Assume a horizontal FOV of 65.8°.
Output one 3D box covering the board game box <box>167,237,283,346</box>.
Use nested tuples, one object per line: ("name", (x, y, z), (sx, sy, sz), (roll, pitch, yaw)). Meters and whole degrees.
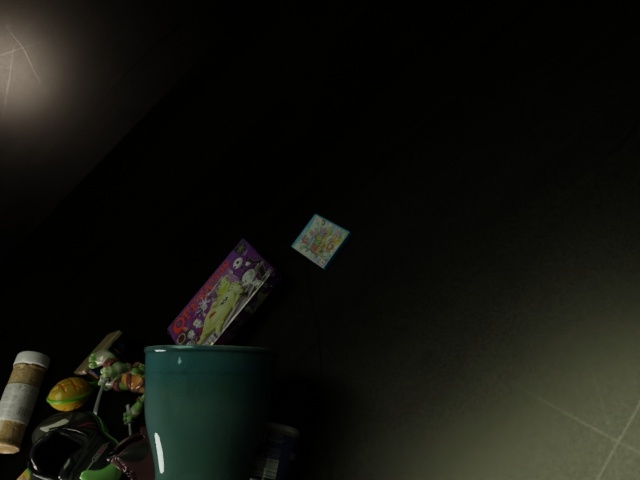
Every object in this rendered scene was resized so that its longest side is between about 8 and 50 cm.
("board game box", (-0.272, 0.176, 1.384), (0.347, 0.056, 0.208), (-51, 38, -2))

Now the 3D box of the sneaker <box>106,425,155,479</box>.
("sneaker", (-0.450, 0.570, 1.193), (0.106, 0.162, 0.281), (16, 82, 63))

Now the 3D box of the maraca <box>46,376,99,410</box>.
("maraca", (-0.797, 0.491, 1.606), (0.127, 0.186, 0.099), (2, 94, 10))

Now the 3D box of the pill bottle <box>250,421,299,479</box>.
("pill bottle", (-0.104, 0.475, 1.030), (0.094, 0.094, 0.169), (-12, 53, 37))

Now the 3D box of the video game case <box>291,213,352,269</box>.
("video game case", (0.000, 0.000, 1.359), (0.119, 0.015, 0.166), (-54, 40, -4))

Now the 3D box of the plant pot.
("plant pot", (-0.223, 0.348, 0.991), (0.272, 0.272, 0.255), (-13, 69, 36))

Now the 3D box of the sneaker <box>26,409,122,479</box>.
("sneaker", (-0.736, 0.588, 1.434), (0.483, 0.202, 0.185), (-4, 57, 44))

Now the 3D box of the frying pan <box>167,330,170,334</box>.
("frying pan", (-0.308, 0.232, 1.436), (0.326, 0.053, 0.197), (-44, 41, 9))

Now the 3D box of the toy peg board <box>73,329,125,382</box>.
("toy peg board", (-0.699, 0.385, 1.609), (0.161, 0.079, 0.161), (-22, 27, 51))

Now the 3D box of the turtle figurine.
("turtle figurine", (-0.593, 0.433, 1.428), (0.266, 0.198, 0.274), (8, 63, 40))

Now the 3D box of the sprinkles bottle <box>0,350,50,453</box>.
("sprinkles bottle", (-1.132, 0.600, 1.856), (0.121, 0.121, 0.355), (-25, 46, 27))

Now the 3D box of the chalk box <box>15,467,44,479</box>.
("chalk box", (-0.810, 0.772, 1.400), (0.132, 0.132, 0.213), (-47, 31, 3))
